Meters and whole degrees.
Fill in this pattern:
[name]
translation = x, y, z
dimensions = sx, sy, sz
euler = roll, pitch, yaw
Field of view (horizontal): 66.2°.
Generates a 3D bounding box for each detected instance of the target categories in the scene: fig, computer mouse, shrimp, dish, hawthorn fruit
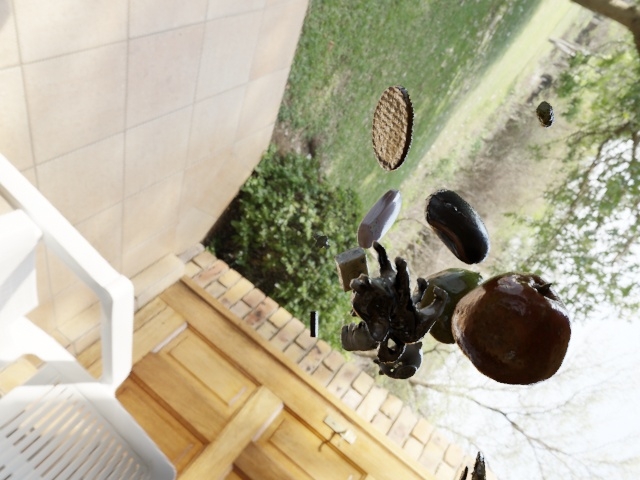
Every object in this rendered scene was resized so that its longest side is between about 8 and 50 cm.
[fig]
translation = 0.589, 0.280, 2.188
dimensions = 0.343, 0.343, 0.343
euler = -50, 167, -17
[computer mouse]
translation = 0.517, -0.053, 1.816
dimensions = 0.183, 0.323, 0.116
euler = -48, -171, -29
[shrimp]
translation = 0.589, 0.926, 1.901
dimensions = 0.133, 0.053, 0.236
euler = -40, -160, 44
[dish]
translation = 0.343, 0.534, 2.099
dimensions = 0.086, 0.227, 0.236
euler = -110, -144, -48
[hawthorn fruit]
translation = 0.674, 0.284, 1.694
dimensions = 0.403, 0.402, 0.403
euler = -50, 167, -17

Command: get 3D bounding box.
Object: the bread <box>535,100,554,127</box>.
[bread]
translation = 0.875, -0.482, 1.909
dimensions = 0.110, 0.060, 0.066
euler = 42, 41, -50

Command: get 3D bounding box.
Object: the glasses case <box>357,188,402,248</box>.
[glasses case]
translation = 0.223, -0.083, 1.821
dimensions = 0.297, 0.075, 0.113
euler = -47, 143, -36

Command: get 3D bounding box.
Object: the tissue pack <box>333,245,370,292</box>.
[tissue pack]
translation = 0.154, 0.136, 2.333
dimensions = 0.148, 0.092, 0.196
euler = -22, 129, -9

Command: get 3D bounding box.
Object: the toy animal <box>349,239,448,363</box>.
[toy animal]
translation = 0.205, 0.211, 1.493
dimensions = 0.344, 0.194, 0.303
euler = 35, 89, -34

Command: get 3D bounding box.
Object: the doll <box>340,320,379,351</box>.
[doll]
translation = 0.151, 0.370, 1.873
dimensions = 0.192, 0.149, 0.095
euler = -27, -167, 48

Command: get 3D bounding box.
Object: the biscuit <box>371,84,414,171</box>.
[biscuit]
translation = 0.269, -0.418, 1.837
dimensions = 0.040, 0.318, 0.318
euler = -2, 143, -18

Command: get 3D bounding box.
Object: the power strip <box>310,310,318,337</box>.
[power strip]
translation = -0.028, 0.347, 2.043
dimensions = 0.038, 0.029, 0.111
euler = 35, 54, -74

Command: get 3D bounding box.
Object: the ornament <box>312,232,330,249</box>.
[ornament]
translation = 0.003, 0.002, 2.170
dimensions = 0.068, 0.092, 0.041
euler = -26, 158, 15
